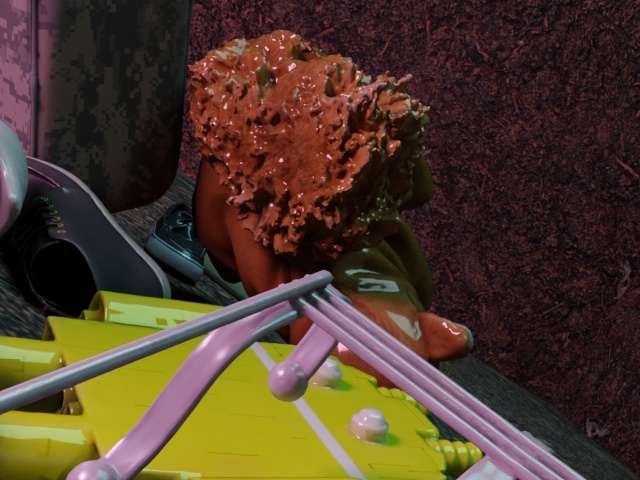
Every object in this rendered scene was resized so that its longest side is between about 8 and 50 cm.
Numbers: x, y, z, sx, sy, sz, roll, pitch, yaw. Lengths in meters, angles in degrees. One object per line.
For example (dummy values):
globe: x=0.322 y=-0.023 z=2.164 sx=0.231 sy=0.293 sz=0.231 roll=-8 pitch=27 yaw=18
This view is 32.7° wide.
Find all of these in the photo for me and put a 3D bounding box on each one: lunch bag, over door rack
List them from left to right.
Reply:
lunch bag: x=-0.284 y=-0.196 z=1.100 sx=0.256 sy=0.305 sz=0.212 roll=21 pitch=26 yaw=33
over door rack: x=-0.007 y=0.114 z=0.308 sx=0.239 sy=0.108 sz=0.324 roll=34 pitch=17 yaw=25

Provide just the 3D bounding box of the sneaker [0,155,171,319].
sneaker: x=-0.227 y=-0.010 z=0.897 sx=0.222 sy=0.083 sz=0.118 roll=35 pitch=4 yaw=17

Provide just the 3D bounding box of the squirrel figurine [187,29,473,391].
squirrel figurine: x=0.000 y=0.000 z=1.085 sx=0.397 sy=0.281 sz=0.370 roll=71 pitch=3 yaw=-45

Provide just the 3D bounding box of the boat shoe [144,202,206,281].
boat shoe: x=-0.179 y=-0.007 z=1.442 sx=0.080 sy=0.076 sz=0.228 roll=33 pitch=3 yaw=-12

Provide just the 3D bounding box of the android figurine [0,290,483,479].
android figurine: x=-0.047 y=0.095 z=0.560 sx=0.273 sy=0.056 sz=0.248 roll=8 pitch=15 yaw=-24

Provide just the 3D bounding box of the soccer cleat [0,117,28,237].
soccer cleat: x=-0.351 y=-0.101 z=0.771 sx=0.331 sy=0.116 sz=0.143 roll=28 pitch=16 yaw=-32

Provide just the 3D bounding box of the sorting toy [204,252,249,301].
sorting toy: x=-0.079 y=0.070 z=1.597 sx=0.307 sy=0.041 sz=0.229 roll=35 pitch=3 yaw=30
